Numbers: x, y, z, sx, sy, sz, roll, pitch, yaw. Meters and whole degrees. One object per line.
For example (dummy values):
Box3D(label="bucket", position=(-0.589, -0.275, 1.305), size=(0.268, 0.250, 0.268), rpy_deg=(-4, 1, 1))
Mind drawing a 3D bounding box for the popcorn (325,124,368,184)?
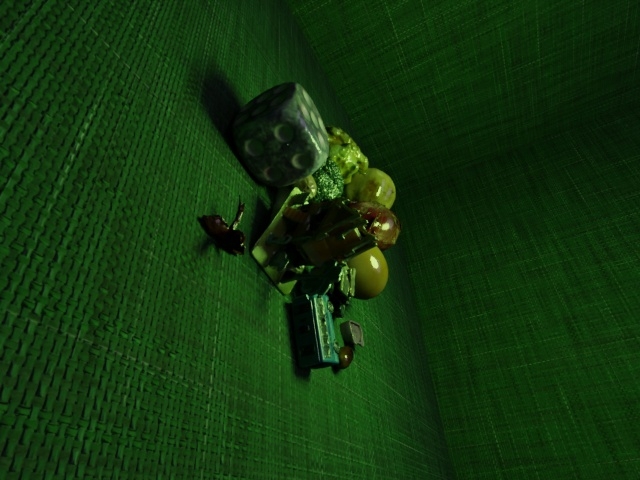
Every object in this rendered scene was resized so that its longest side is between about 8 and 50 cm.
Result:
Box3D(label="popcorn", position=(0.070, -0.414, 2.047), size=(0.274, 0.279, 0.336), rpy_deg=(25, -28, 56))

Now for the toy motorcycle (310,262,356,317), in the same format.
Box3D(label="toy motorcycle", position=(0.049, 0.152, 1.606), size=(0.410, 0.168, 0.237), rpy_deg=(68, 23, -59))

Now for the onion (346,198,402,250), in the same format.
Box3D(label="onion", position=(0.245, -0.073, 2.113), size=(0.354, 0.353, 0.354), rpy_deg=(54, 25, -40))

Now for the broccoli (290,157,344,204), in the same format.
Box3D(label="broccoli", position=(-0.021, -0.239, 1.756), size=(0.241, 0.262, 0.269), rpy_deg=(36, 6, 30))

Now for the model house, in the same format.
Box3D(label="model house", position=(0.000, 0.000, 1.306), size=(0.243, 0.312, 0.358), rpy_deg=(57, 47, -31))

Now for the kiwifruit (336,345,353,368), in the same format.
Box3D(label="kiwifruit", position=(0.091, 0.461, 1.585), size=(0.124, 0.075, 0.075), rpy_deg=(-26, 96, -74))

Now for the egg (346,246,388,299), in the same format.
Box3D(label="egg", position=(0.177, 0.119, 1.876), size=(0.323, 0.250, 0.250), rpy_deg=(61, 19, 1))

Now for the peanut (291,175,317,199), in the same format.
Box3D(label="peanut", position=(-0.077, -0.231, 1.552), size=(0.100, 0.099, 0.214), rpy_deg=(55, 1, -38))

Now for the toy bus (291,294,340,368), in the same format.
Box3D(label="toy bus", position=(-0.022, 0.302, 1.364), size=(0.134, 0.113, 0.247), rpy_deg=(28, 48, -55))

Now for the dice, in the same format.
Box3D(label="dice", position=(-0.139, -0.379, 1.451), size=(0.271, 0.269, 0.270), rpy_deg=(56, 23, -36))

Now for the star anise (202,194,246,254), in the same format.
Box3D(label="star anise", position=(-0.228, -0.043, 1.119), size=(0.140, 0.144, 0.158), rpy_deg=(41, -15, 7))

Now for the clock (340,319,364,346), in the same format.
Box3D(label="clock", position=(0.142, 0.418, 1.793), size=(0.152, 0.050, 0.110), rpy_deg=(37, 38, -57))

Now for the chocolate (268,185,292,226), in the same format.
Box3D(label="chocolate", position=(-0.105, -0.076, 1.537), size=(0.303, 0.100, 0.185), rpy_deg=(-84, 152, -46))

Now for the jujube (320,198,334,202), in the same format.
Box3D(label="jujube", position=(0.025, -0.052, 1.667), size=(0.243, 0.183, 0.184), rpy_deg=(114, -27, -56))

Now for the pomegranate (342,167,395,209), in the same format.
Box3D(label="pomegranate", position=(0.295, -0.285, 2.449), size=(0.333, 0.332, 0.333), rpy_deg=(54, 25, -40))
